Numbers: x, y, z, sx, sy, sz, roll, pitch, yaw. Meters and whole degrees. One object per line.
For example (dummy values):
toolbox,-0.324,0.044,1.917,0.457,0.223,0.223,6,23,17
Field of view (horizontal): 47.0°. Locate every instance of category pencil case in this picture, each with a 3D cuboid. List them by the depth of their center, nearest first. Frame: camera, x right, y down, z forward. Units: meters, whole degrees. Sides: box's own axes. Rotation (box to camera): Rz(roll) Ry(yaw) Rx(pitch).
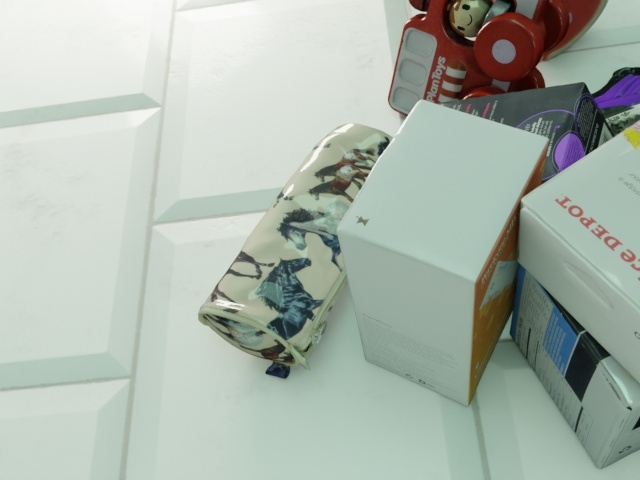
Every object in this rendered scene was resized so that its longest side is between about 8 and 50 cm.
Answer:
pencil case,0.000,0.000,1.113,0.183,0.160,0.410,27,64,15

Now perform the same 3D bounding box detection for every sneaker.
sneaker,0.542,-0.237,1.190,0.293,0.102,0.146,-16,47,17

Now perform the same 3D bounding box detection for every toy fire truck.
toy fire truck,0.243,-0.309,1.204,0.254,0.302,0.169,26,44,20

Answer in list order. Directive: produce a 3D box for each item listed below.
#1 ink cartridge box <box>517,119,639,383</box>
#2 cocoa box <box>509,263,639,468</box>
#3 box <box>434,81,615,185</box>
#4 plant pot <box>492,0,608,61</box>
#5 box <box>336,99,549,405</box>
ink cartridge box,0.400,-0.019,0.790,0.306,0.131,0.226,-32,56,-9
cocoa box,0.449,0.086,0.932,0.347,0.231,0.228,-24,55,-6
box,0.261,-0.106,1.063,0.270,0.143,0.165,1,60,44
plant pot,0.366,-0.470,1.326,0.275,0.275,0.243,-29,66,-10
box,0.161,0.030,0.952,0.168,0.345,0.215,22,63,22
